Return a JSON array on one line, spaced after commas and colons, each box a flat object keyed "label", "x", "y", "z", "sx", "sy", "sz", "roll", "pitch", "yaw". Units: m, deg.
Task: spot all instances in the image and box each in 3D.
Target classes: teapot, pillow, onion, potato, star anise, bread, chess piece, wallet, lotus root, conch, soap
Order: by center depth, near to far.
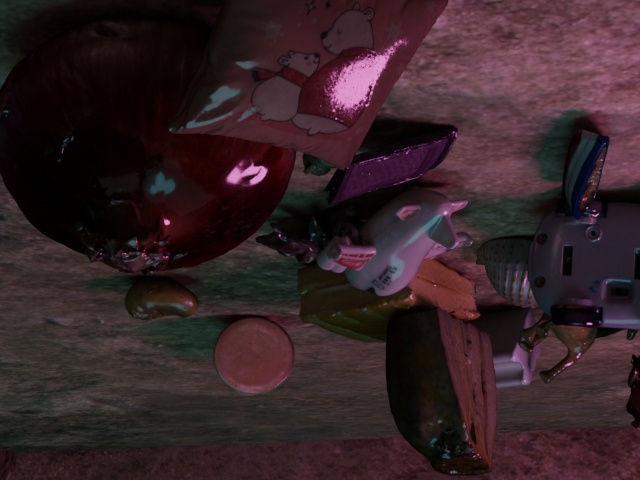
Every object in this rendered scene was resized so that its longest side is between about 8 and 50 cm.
[{"label": "pillow", "x": -0.013, "y": -0.180, "z": 1.086, "sx": 0.236, "sy": 0.084, "sz": 0.223, "roll": 11, "pitch": 119, "yaw": -33}, {"label": "onion", "x": -0.195, "y": -0.072, "z": 1.210, "sx": 0.347, "sy": 0.285, "sz": 0.348, "roll": 1, "pitch": 141, "yaw": 1}, {"label": "wallet", "x": 0.091, "y": -0.097, "z": 1.418, "sx": 0.166, "sy": 0.030, "sz": 0.111, "roll": -19, "pitch": 167, "yaw": -20}, {"label": "teapot", "x": 0.005, "y": -0.110, "z": 1.423, "sx": 0.057, "sy": 0.067, "sz": 0.083, "roll": 48, "pitch": 158, "yaw": -4}, {"label": "star anise", "x": 0.000, "y": 0.000, "z": 1.720, "sx": 0.195, "sy": 0.065, "sz": 0.182, "roll": -11, "pitch": 164, "yaw": 9}, {"label": "conch", "x": 0.339, "y": 0.055, "z": 1.815, "sx": 0.153, "sy": 0.102, "sz": 0.135, "roll": 2, "pitch": 145, "yaw": -2}, {"label": "lotus root", "x": 0.209, "y": 0.273, "z": 1.872, "sx": 0.149, "sy": 0.260, "sz": 0.267, "roll": -15, "pitch": 160, "yaw": 25}, {"label": "bread", "x": 0.124, "y": 0.103, "z": 1.929, "sx": 0.239, "sy": 0.111, "sz": 0.246, "roll": -13, "pitch": 157, "yaw": 34}, {"label": "potato", "x": -0.292, "y": 0.108, "z": 2.019, "sx": 0.138, "sy": 0.070, "sz": 0.091, "roll": -2, "pitch": 155, "yaw": 3}, {"label": "soap", "x": 0.296, "y": 0.224, "z": 2.181, "sx": 0.265, "sy": 0.160, "sz": 0.087, "roll": -12, "pitch": 117, "yaw": 32}, {"label": "chess piece", "x": -0.151, "y": 0.270, "z": 2.356, "sx": 0.167, "sy": 0.167, "sz": 0.300, "roll": 3, "pitch": 164, "yaw": -6}]

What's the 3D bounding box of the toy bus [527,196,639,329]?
[{"label": "toy bus", "x": 0.460, "y": 0.047, "z": 1.651, "sx": 0.287, "sy": 0.194, "sz": 0.232, "roll": 2, "pitch": 172, "yaw": 14}]

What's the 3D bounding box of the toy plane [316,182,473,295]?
[{"label": "toy plane", "x": 0.117, "y": 0.004, "z": 1.614, "sx": 0.252, "sy": 0.118, "sz": 0.252, "roll": -17, "pitch": 161, "yaw": -6}]

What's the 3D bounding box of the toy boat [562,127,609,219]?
[{"label": "toy boat", "x": 0.351, "y": -0.094, "z": 1.453, "sx": 0.046, "sy": 0.080, "sz": 0.229, "roll": 32, "pitch": 169, "yaw": 19}]

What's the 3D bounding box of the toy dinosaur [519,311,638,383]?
[{"label": "toy dinosaur", "x": 0.515, "y": 0.130, "z": 2.066, "sx": 0.301, "sy": 0.087, "sz": 0.447, "roll": -31, "pitch": 142, "yaw": -16}]

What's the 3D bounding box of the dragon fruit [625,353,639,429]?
[{"label": "dragon fruit", "x": 0.731, "y": 0.223, "z": 1.998, "sx": 0.296, "sy": 0.314, "sz": 0.263, "roll": 22, "pitch": 126, "yaw": 18}]
